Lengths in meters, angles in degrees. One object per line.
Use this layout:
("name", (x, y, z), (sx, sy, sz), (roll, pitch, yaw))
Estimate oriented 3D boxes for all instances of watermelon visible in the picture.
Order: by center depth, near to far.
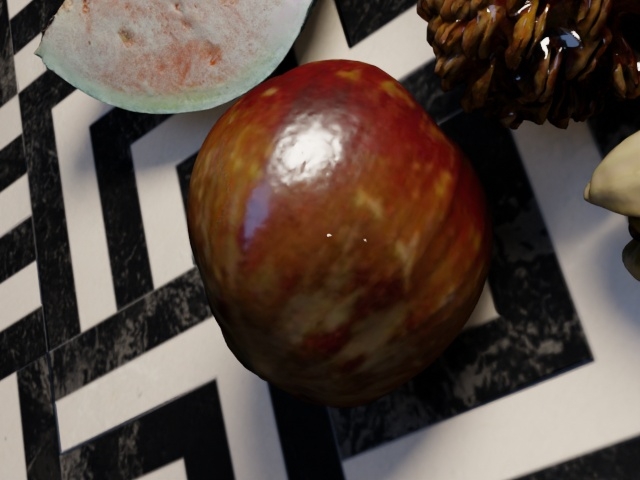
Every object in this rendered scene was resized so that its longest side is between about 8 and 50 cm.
("watermelon", (-0.087, -0.247, 0.874), (0.322, 0.188, 0.175), (-38, 13, 33))

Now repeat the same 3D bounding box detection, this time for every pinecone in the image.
("pinecone", (0.158, -0.173, 0.608), (0.221, 0.221, 0.221), (-11, 72, 36))

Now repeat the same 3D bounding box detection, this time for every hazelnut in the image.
("hazelnut", (0.000, 0.000, 0.661), (0.218, 0.234, 0.218), (-24, 40, 22))

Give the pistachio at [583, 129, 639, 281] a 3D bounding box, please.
("pistachio", (0.258, -0.033, 0.544), (0.206, 0.131, 0.129), (-12, 113, 40))
